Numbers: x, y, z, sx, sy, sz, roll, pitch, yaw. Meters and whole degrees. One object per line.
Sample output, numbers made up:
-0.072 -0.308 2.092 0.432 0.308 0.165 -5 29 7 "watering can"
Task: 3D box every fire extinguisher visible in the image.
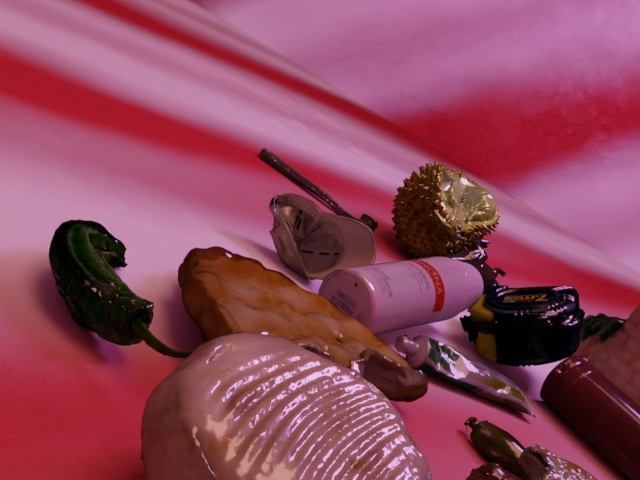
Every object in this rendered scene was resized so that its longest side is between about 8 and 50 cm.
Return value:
0.457 0.287 1.403 0.105 0.104 0.269 14 22 -46 "fire extinguisher"

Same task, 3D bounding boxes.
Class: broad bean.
0.280 0.296 1.144 0.255 0.046 0.065 35 3 17 "broad bean"

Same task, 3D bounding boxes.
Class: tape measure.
0.326 0.140 1.525 0.199 0.112 0.186 -5 10 19 "tape measure"

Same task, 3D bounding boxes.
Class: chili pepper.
-0.216 0.047 0.948 0.122 0.065 0.279 17 17 -31 "chili pepper"

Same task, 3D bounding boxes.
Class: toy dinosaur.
0.283 0.080 1.711 0.187 0.087 0.179 40 31 -11 "toy dinosaur"

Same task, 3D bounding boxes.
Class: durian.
0.236 -0.048 1.860 0.200 0.176 0.237 51 26 15 "durian"

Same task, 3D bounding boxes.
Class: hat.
0.004 0.000 1.393 0.166 0.122 0.081 8 -8 18 "hat"

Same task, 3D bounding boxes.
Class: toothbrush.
-0.008 -0.100 1.858 0.297 0.030 0.030 35 -10 20 "toothbrush"

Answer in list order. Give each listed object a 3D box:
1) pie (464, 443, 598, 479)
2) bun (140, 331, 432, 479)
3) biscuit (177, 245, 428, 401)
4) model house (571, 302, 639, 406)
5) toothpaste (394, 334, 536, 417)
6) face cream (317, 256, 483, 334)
0.300 0.324 0.978 0.257 0.105 0.274 14 24 -39 "pie"
-0.036 0.182 0.737 0.239 0.141 0.239 27 22 -12 "bun"
-0.019 0.119 1.090 0.335 0.078 0.329 29 13 -11 "biscuit"
0.775 0.167 1.824 0.446 0.399 0.395 16 25 -42 "model house"
0.206 0.189 1.343 0.248 0.046 0.078 26 20 -26 "toothpaste"
0.135 0.077 1.379 0.102 0.102 0.346 40 25 28 "face cream"
